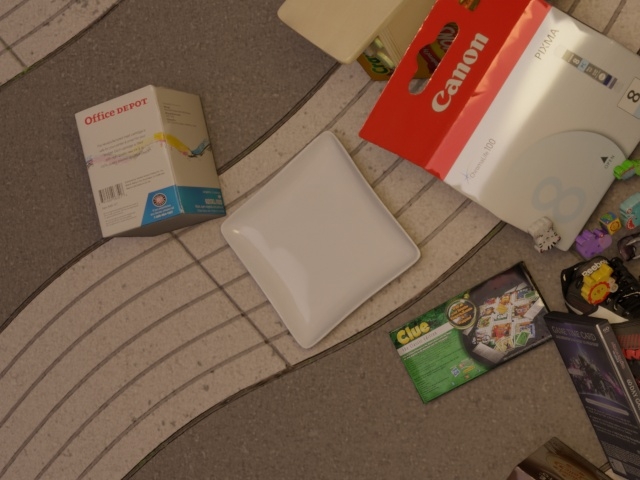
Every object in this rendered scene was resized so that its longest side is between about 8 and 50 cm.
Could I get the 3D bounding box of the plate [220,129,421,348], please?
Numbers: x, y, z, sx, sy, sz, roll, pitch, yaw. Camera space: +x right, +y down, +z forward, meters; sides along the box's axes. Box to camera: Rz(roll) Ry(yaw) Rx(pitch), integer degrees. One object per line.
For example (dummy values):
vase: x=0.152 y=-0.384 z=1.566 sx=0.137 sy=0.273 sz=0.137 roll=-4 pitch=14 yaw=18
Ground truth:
plate: x=0.000 y=0.000 z=1.950 sx=0.278 sy=0.045 sz=0.277 roll=-41 pitch=76 yaw=19

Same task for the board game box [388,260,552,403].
board game box: x=0.250 y=0.152 z=1.852 sx=0.259 sy=0.030 sz=0.136 roll=-30 pitch=81 yaw=21

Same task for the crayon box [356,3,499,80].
crayon box: x=0.152 y=-0.333 z=1.790 sx=0.318 sy=0.202 sz=0.081 roll=0 pitch=72 yaw=25

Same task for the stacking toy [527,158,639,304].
stacking toy: x=0.431 y=-0.019 z=1.646 sx=0.221 sy=0.052 sz=0.167 roll=-35 pitch=37 yaw=-3

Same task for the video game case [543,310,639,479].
video game case: x=0.427 y=0.235 z=1.662 sx=0.026 sy=0.196 sz=0.274 roll=-25 pitch=94 yaw=-10

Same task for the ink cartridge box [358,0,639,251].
ink cartridge box: x=0.294 y=-0.193 z=1.662 sx=0.308 sy=0.385 sz=0.091 roll=-59 pitch=29 yaw=14

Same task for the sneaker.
sneaker: x=0.430 y=0.094 z=1.641 sx=0.097 sy=0.276 sz=0.135 roll=-27 pitch=105 yaw=-11

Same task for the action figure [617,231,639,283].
action figure: x=0.587 y=-0.018 z=1.658 sx=0.285 sy=0.099 sz=0.185 roll=-33 pitch=85 yaw=24

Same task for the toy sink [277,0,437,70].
toy sink: x=0.081 y=-0.344 z=1.635 sx=0.153 sy=0.131 sz=0.234 roll=39 pitch=86 yaw=30

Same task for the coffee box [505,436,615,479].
coffee box: x=0.354 y=0.391 z=1.689 sx=0.141 sy=0.246 sz=0.098 roll=35 pitch=104 yaw=19

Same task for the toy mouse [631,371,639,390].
toy mouse: x=0.506 y=0.208 z=1.736 sx=0.161 sy=0.031 sz=0.143 roll=-31 pitch=78 yaw=21

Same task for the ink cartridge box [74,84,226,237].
ink cartridge box: x=-0.299 y=-0.137 z=2.013 sx=0.171 sy=0.168 sz=0.233 roll=-15 pitch=85 yaw=23
